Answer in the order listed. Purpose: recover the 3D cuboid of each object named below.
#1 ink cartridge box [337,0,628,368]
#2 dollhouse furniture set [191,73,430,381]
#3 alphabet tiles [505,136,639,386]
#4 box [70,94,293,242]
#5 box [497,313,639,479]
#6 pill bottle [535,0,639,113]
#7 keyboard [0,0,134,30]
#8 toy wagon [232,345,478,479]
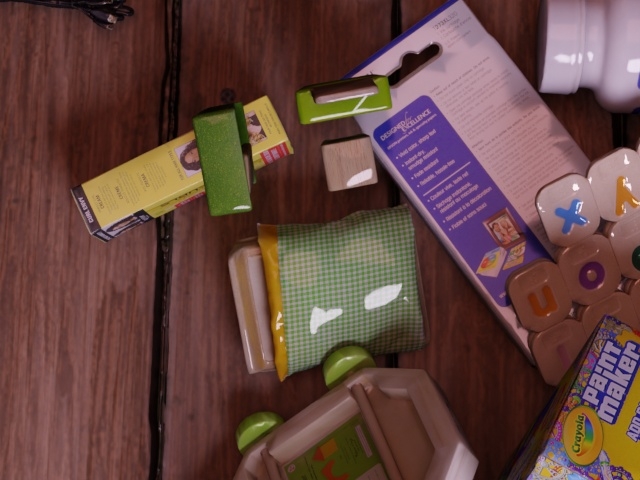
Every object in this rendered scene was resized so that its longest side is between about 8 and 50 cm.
[{"bbox_3d":[0.187,-0.063,1.436,0.175,0.069,0.371,-36,83,-1],"label":"ink cartridge box"},{"bbox_3d":[0.000,0.000,1.347,0.197,0.151,0.302,-10,101,0],"label":"dollhouse furniture set"},{"bbox_3d":[0.329,0.030,1.364,0.284,0.021,0.278,-28,113,-5],"label":"alphabet tiles"},{"bbox_3d":[-0.146,-0.075,1.452,0.232,0.087,0.058,-26,83,-1],"label":"box"},{"bbox_3d":[0.306,0.268,1.241,0.279,0.290,0.177,28,52,7],"label":"box"},{"bbox_3d":[0.364,-0.206,1.399,0.272,0.152,0.152,3,82,3],"label":"pill bottle"},{"bbox_3d":[-0.295,-0.341,1.530,0.317,0.033,0.202,10,76,6],"label":"keyboard"},{"bbox_3d":[-0.013,0.264,1.324,0.344,0.068,0.267,-37,36,10],"label":"toy wagon"}]
